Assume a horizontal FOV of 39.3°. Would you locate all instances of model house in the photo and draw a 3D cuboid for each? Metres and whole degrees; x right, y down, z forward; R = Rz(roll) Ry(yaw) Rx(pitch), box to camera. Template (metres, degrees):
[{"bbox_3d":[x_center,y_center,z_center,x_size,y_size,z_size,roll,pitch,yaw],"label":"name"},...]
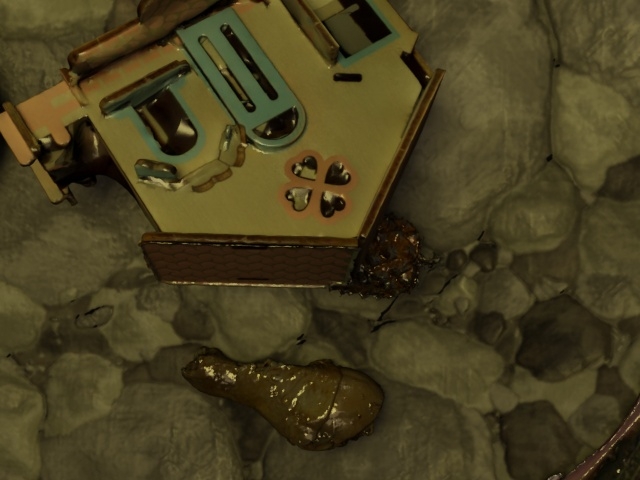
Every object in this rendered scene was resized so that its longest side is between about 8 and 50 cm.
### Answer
[{"bbox_3d":[-0.050,-0.071,0.706,0.326,0.169,0.244,-30,78,-14],"label":"model house"}]

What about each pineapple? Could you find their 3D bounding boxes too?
[{"bbox_3d":[-0.001,0.001,0.818,0.221,0.103,0.083,10,64,3],"label":"pineapple"}]

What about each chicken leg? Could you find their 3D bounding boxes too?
[{"bbox_3d":[-0.040,0.146,0.854,0.197,0.069,0.085,15,96,8],"label":"chicken leg"}]

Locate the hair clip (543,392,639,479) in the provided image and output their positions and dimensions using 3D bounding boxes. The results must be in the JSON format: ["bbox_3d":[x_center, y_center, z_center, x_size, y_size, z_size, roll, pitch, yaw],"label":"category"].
[{"bbox_3d":[0.328,0.179,0.843,0.359,0.095,0.110,-48,58,-1],"label":"hair clip"}]
